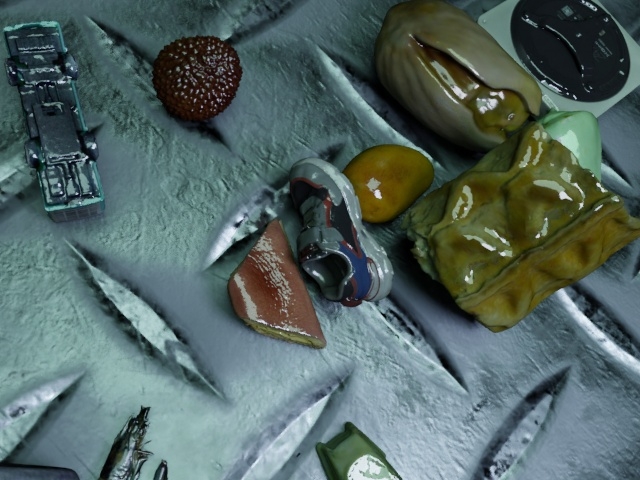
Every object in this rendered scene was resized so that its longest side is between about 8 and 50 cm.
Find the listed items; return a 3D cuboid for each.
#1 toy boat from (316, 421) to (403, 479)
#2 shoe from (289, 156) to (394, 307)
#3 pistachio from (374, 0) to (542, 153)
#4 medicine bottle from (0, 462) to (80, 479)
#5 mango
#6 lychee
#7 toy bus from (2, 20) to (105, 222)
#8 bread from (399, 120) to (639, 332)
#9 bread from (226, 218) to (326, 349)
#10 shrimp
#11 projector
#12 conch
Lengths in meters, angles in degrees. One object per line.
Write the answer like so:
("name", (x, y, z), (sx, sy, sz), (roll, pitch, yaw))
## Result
("toy boat", (0.103, 0.371, 0.839), (0.093, 0.055, 0.293), (-32, 82, -19))
("shoe", (0.000, 0.000, 0.901), (0.125, 0.099, 0.228), (-28, 85, -37))
("pistachio", (0.208, -0.257, 1.030), (0.288, 0.197, 0.166), (39, 110, -11))
("medicine bottle", (-0.351, 0.370, 0.665), (0.165, 0.165, 0.274), (7, 70, -12))
("mango", (0.097, -0.091, 0.977), (0.111, 0.089, 0.163), (51, 58, -7))
("lychee", (-0.173, -0.237, 0.937), (0.123, 0.129, 0.123), (32, 33, -24))
("toy bus", (-0.354, -0.157, 0.870), (0.091, 0.109, 0.262), (-12, 77, -19))
("bread", (0.267, -0.016, 0.893), (0.252, 0.196, 0.238), (-45, 81, 15))
("bread", (-0.071, 0.069, 0.888), (0.119, 0.067, 0.193), (-13, 76, -28))
("shrimp", (-0.226, 0.286, 0.800), (0.091, 0.034, 0.161), (22, 74, -19))
("projector", (0.428, -0.334, 1.144), (0.259, 0.079, 0.257), (-35, 82, -23))
("conch", (0.392, -0.085, 1.031), (0.137, 0.143, 0.251), (-21, 94, -4))
